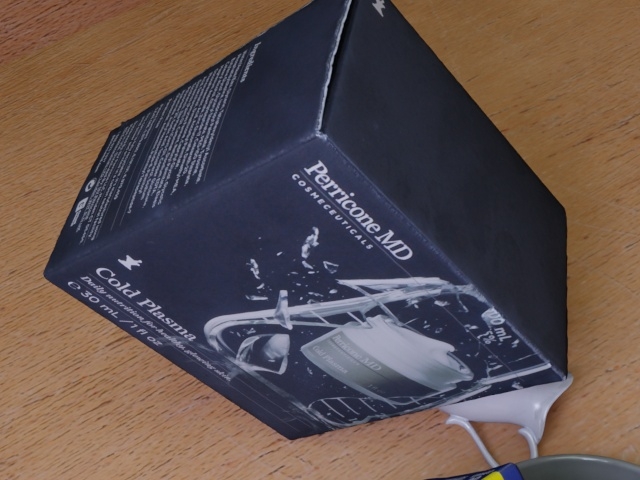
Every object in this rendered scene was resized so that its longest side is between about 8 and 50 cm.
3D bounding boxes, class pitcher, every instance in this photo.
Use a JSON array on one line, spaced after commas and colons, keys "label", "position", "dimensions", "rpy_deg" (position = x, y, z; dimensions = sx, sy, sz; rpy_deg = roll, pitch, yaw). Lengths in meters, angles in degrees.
[{"label": "pitcher", "position": [0.235, 0.232, 1.178], "dimensions": [0.207, 0.125, 0.178], "rpy_deg": [21, 71, 15]}]

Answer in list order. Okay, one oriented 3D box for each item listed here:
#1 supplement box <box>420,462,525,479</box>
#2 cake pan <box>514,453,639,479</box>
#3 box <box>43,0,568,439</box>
[{"label": "supplement box", "position": [0.056, 0.388, 0.787], "dimensions": [0.356, 0.194, 0.195], "rpy_deg": [-21, 79, -31]}, {"label": "cake pan", "position": [0.322, 0.368, 0.994], "dimensions": [0.293, 0.054, 0.293], "rpy_deg": [-8, 20, 3]}, {"label": "box", "position": [0.000, 0.000, 1.072], "dimensions": [0.471, 0.480, 0.297], "rpy_deg": [-24, 39, 36]}]
